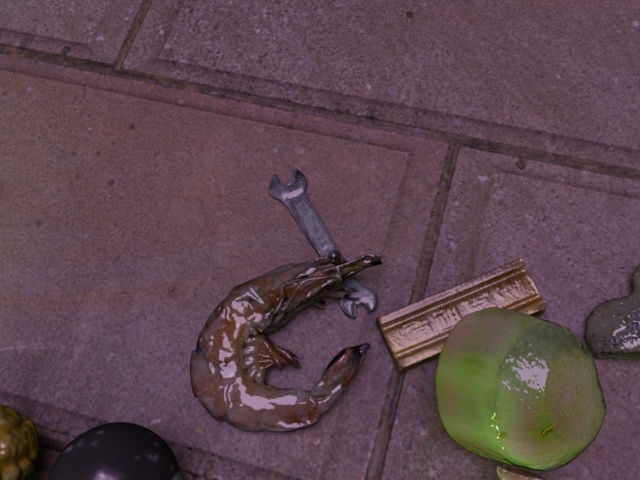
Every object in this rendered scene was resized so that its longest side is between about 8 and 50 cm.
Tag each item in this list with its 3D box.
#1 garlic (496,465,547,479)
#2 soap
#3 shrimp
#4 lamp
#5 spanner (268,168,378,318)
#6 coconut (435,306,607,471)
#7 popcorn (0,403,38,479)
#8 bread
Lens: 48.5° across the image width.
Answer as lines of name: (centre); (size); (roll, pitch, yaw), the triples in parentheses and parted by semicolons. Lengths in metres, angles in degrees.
garlic: (0.264, 0.440, 0.916); (0.149, 0.128, 0.266); (14, 71, 6)
soap: (0.219, 0.116, 1.106); (0.252, 0.037, 0.092); (-21, 68, -4)
shrimp: (-0.037, 0.147, 1.094); (0.360, 0.085, 0.247); (-38, 74, -3)
lamp: (-0.249, 0.401, 0.983); (0.182, 0.182, 0.313); (-32, 93, -8)
spanner: (0.000, 0.000, 1.185); (0.071, 0.017, 0.301); (-28, 68, -6)
coconut: (0.266, 0.203, 0.976); (0.236, 0.236, 0.204); (21, 78, 13)
popcorn: (-0.518, 0.350, 0.997); (0.237, 0.206, 0.251); (2, 79, -9)
bread: (0.515, 0.120, 1.062); (0.232, 0.064, 0.172); (-38, 67, -9)
